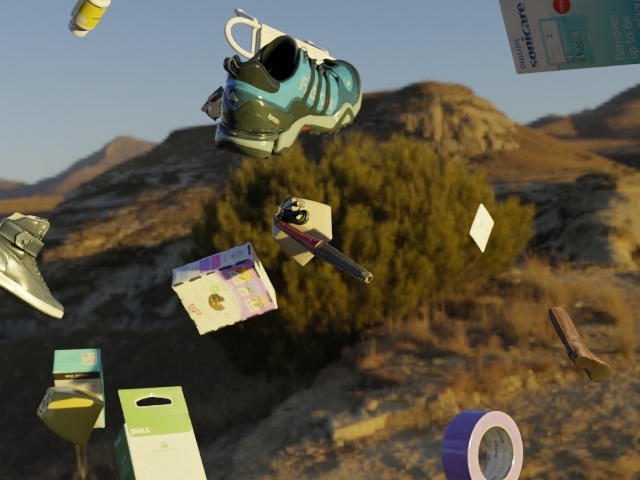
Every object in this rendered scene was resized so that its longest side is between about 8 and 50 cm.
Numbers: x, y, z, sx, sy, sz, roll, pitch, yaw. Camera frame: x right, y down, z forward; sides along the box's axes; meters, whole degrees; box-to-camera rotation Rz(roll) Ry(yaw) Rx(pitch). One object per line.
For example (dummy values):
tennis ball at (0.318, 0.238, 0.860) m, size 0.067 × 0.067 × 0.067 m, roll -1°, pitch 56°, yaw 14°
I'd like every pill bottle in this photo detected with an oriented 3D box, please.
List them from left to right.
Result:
pill bottle at (-0.551, -0.540, 2.058) m, size 0.065 × 0.065 × 0.116 m, roll -7°, pitch -28°, yaw -49°

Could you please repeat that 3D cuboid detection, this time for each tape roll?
tape roll at (0.362, 0.474, 1.941) m, size 0.189 × 0.189 × 0.080 m, roll -7°, pitch 0°, yaw -40°

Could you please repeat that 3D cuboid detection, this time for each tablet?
tablet at (0.308, -0.024, 1.658) m, size 0.006 × 0.054 × 0.083 m, roll -13°, pitch 37°, yaw 39°

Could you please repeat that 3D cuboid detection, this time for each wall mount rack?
wall mount rack at (-0.093, -0.441, 2.080) m, size 0.350 × 0.304 × 0.130 m, roll 20°, pitch -37°, yaw -27°

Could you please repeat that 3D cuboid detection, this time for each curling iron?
curling iron at (0.000, 0.000, 1.534) m, size 0.035 × 0.068 × 0.274 m, roll 25°, pitch 12°, yaw -45°

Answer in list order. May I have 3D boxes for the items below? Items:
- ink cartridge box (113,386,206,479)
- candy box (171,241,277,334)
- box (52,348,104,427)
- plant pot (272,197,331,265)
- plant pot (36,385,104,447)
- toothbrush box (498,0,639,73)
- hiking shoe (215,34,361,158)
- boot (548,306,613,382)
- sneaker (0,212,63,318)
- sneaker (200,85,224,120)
ink cartridge box at (-0.244, 0.328, 1.311) m, size 0.109 × 0.209 × 0.062 m, roll 2°, pitch -40°, yaw -33°
candy box at (-0.222, 0.113, 2.018) m, size 0.196 × 0.165 × 0.070 m, roll -19°, pitch 36°, yaw 6°
box at (-0.542, 0.338, 1.962) m, size 0.100 × 0.060 × 0.244 m, roll -1°, pitch -41°, yaw -12°
plant pot at (-0.047, -0.029, 1.922) m, size 0.096 × 0.109 × 0.109 m, roll 28°, pitch -53°, yaw -26°
plant pot at (-0.425, 0.287, 1.459) m, size 0.083 × 0.081 × 0.081 m, roll 29°, pitch -11°, yaw -28°
toothbrush box at (0.456, -0.408, 1.441) m, size 0.295 × 0.216 × 0.126 m, roll 5°, pitch 37°, yaw 41°
hiking shoe at (-0.024, -0.209, 1.157) m, size 0.113 × 0.132 × 0.304 m, roll 18°, pitch 31°, yaw 21°
boot at (0.410, 0.163, 1.382) m, size 0.037 × 0.114 × 0.106 m, roll -40°, pitch -52°, yaw 18°
sneaker at (-0.567, 0.045, 1.732) m, size 0.086 × 0.163 × 0.226 m, roll 8°, pitch -28°, yaw 44°
sneaker at (-0.212, -0.283, 1.798) m, size 0.040 × 0.044 × 0.109 m, roll -44°, pitch 4°, yaw -24°
